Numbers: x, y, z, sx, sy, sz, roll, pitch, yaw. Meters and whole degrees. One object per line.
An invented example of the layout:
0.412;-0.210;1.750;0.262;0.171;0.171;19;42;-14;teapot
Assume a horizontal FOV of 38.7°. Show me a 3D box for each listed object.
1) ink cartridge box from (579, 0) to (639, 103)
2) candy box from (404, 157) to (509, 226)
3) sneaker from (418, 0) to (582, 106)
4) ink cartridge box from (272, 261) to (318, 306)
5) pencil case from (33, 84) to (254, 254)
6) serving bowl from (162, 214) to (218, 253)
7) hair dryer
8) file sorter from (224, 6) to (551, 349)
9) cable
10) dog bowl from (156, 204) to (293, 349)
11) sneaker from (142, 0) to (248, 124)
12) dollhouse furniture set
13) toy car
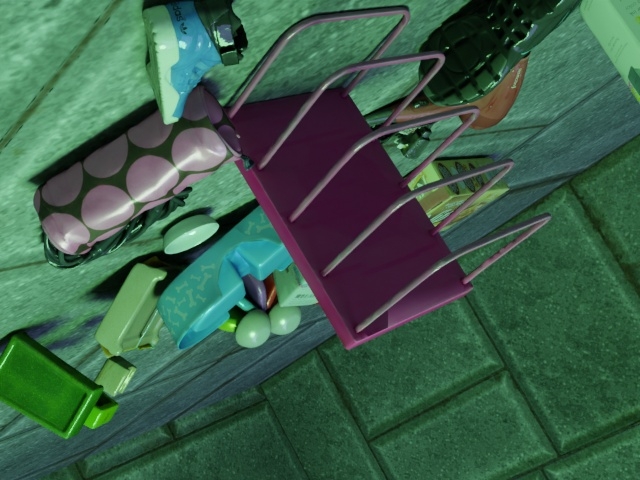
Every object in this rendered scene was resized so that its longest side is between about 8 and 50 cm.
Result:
0.528;-0.236;1.204;0.207;0.353;0.119;-30;169;1;ink cartridge box
0.237;-0.084;1.842;0.183;0.087;0.316;-35;167;29;candy box
0.227;-0.248;1.070;0.106;0.101;0.267;-20;166;-48;sneaker
0.005;0.024;1.577;0.128;0.127;0.176;-1;157;-26;ink cartridge box
-0.178;-0.066;0.912;0.209;0.095;0.098;-28;-176;7;pencil case
-0.185;-0.013;1.272;0.083;0.027;0.083;-28;168;-6;serving bowl
0.183;-0.185;1.290;0.293;0.080;0.224;-36;166;31;hair dryer
0.067;-0.078;0.952;0.202;0.290;0.182;-19;162;-42;file sorter
-0.240;-0.026;1.065;0.184;0.047;0.150;-33;173;7;cable
-0.125;0.040;1.382;0.297;0.074;0.166;-42;171;-11;dog bowl
-0.103;-0.153;0.777;0.085;0.058;0.152;-17;160;-14;sneaker
-0.345;0.130;1.414;0.301;0.151;0.197;-59;172;3;dollhouse furniture set
-0.127;0.102;1.697;0.182;0.159;0.136;-19;130;-41;toy car
